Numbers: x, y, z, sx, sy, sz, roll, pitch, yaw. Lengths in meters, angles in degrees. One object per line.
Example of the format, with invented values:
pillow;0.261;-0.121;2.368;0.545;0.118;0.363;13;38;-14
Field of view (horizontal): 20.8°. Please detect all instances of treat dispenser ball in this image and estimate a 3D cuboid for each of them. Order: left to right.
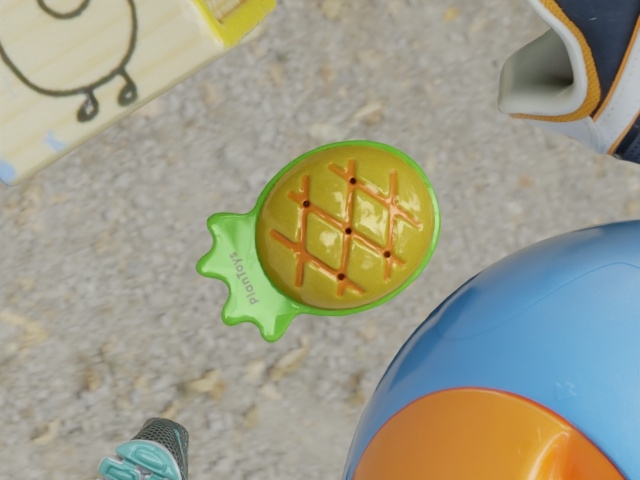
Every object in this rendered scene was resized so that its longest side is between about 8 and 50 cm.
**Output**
treat dispenser ball;0.151;0.134;0.777;0.288;0.288;0.288;10;73;-34

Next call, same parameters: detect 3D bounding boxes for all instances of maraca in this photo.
maraca;0.000;0.000;1.301;0.186;0.099;0.127;-27;91;-1

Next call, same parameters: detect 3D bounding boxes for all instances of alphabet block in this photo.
alphabet block;-0.175;-0.182;1.261;0.192;0.197;0.193;55;18;-11

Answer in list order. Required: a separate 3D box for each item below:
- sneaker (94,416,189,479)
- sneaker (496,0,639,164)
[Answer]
sneaker;-0.108;0.178;1.041;0.065;0.166;0.076;20;25;2
sneaker;0.121;-0.159;0.603;0.126;0.127;0.321;-75;167;-53
